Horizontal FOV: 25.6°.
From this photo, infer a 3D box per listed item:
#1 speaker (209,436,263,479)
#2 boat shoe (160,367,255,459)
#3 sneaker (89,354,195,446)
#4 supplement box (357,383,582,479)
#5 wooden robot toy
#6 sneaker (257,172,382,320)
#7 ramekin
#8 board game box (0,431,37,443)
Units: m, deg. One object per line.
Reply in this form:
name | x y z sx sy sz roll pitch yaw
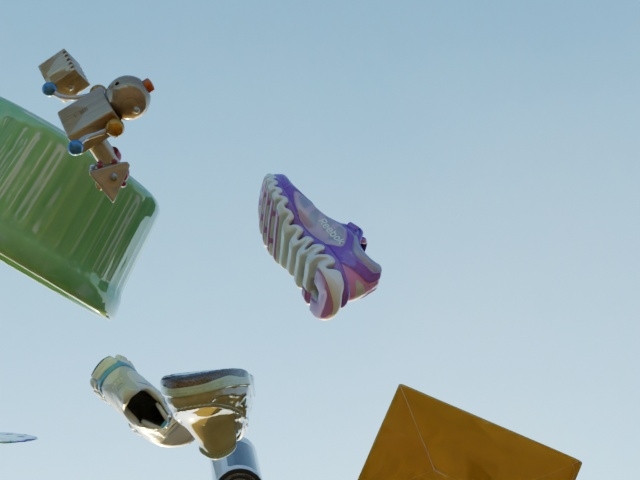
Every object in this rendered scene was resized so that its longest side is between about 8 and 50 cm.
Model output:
speaker | -0.090 0.252 1.512 0.055 0.136 0.055 -1 -83 -5
boat shoe | -0.084 0.143 1.158 0.068 0.072 0.190 -4 -8 10
sneaker | -0.205 0.217 1.734 0.071 0.083 0.191 -50 -43 -4
supplement box | 0.147 0.253 1.421 0.191 0.129 0.194 22 -11 12
wooden robot toy | -0.163 -0.101 1.123 0.079 0.173 0.076 -35 -48 3
sneaker | 0.000 0.000 1.778 0.105 0.236 0.095 -15 -42 -23
ramekin | -0.331 -0.046 1.610 0.303 0.303 0.148 37 -101 -37
board game box | -0.248 0.096 0.810 0.169 0.033 0.133 1 -5 4
